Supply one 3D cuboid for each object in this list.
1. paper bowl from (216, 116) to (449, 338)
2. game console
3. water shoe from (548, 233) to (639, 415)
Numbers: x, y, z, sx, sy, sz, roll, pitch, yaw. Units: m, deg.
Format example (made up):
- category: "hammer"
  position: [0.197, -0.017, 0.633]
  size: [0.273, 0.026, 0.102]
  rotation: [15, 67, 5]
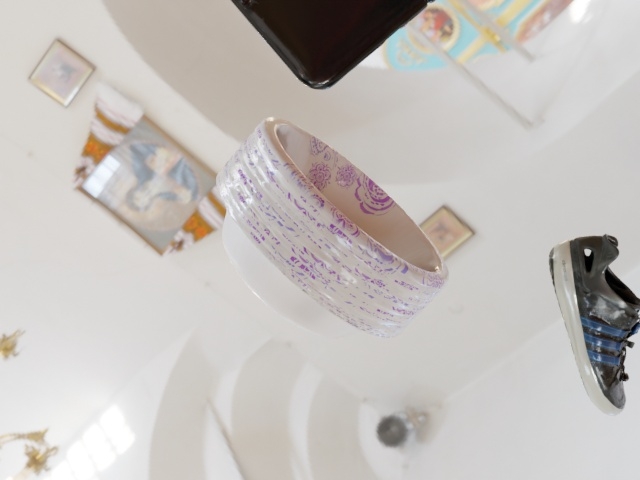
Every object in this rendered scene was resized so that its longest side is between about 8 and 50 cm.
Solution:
- category: "paper bowl"
  position: [0.000, 0.000, 1.060]
  size: [0.284, 0.148, 0.284]
  rotation: [37, -163, -14]
- category: "game console"
  position: [-0.002, -0.138, 0.402]
  size: [0.122, 0.071, 0.107]
  rotation: [50, -156, -1]
- category: "water shoe"
  position: [0.301, 0.092, 0.947]
  size: [0.203, 0.080, 0.073]
  rotation: [68, -157, -15]
